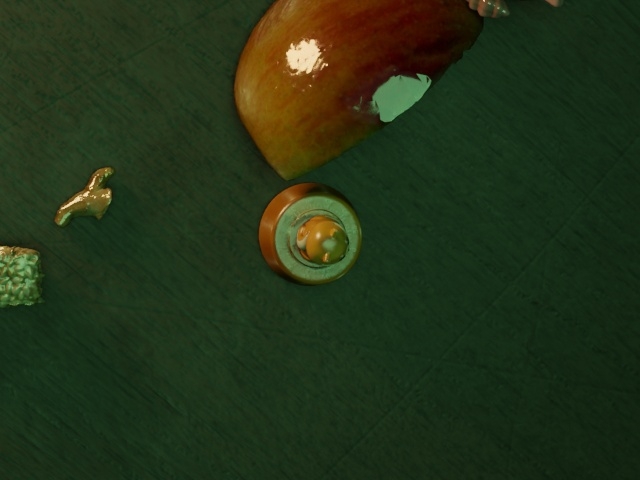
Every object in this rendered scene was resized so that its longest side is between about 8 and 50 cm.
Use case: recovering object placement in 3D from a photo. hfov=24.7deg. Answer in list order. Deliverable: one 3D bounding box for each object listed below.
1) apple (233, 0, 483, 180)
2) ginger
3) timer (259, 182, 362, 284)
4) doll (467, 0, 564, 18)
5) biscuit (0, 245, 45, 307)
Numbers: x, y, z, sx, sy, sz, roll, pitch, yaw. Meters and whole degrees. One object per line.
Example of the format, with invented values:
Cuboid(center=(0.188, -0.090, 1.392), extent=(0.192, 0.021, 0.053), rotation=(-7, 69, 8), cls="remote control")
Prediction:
Cuboid(center=(0.049, -0.227, 1.776), extent=(0.346, 0.179, 0.254), rotation=(-40, 66, -4), cls="apple")
Cuboid(center=(-0.280, -0.046, 1.794), extent=(0.048, 0.030, 0.097), rotation=(42, 84, 15), cls="ginger")
Cuboid(center=(0.000, 0.000, 1.790), extent=(0.132, 0.152, 0.132), rotation=(-1, 97, -11), cls="timer")
Cuboid(center=(0.246, -0.357, 1.790), extent=(0.211, 0.093, 0.262), rotation=(26, 52, 18), cls="doll")
Cuboid(center=(-0.417, 0.043, 1.757), extent=(0.168, 0.070, 0.082), rotation=(-2, 93, -8), cls="biscuit")
